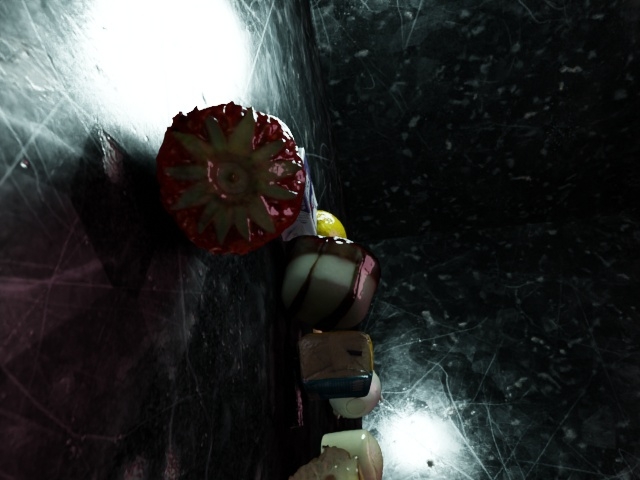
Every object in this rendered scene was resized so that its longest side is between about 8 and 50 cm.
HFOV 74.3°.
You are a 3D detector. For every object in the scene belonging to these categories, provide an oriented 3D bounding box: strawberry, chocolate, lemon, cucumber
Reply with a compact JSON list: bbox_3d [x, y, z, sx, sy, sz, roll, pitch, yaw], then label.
[{"bbox_3d":[-0.129,-0.082,0.611,0.244,0.205,0.205,-160,-118,-75],"label":"strawberry"},{"bbox_3d":[0.012,0.129,1.106,0.283,0.284,0.186,72,31,-54],"label":"chocolate"},{"bbox_3d":[0.000,0.000,1.303,0.170,0.170,0.207,-85,168,-50],"label":"lemon"},{"bbox_3d":[-0.068,0.376,1.047,0.039,0.043,0.163,16,53,-37],"label":"cucumber"}]

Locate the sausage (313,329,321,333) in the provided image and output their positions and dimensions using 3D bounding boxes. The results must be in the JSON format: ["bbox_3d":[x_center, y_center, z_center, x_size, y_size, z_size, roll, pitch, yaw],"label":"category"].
[{"bbox_3d":[-0.009,0.331,1.451,0.034,0.034,0.083,56,30,-71],"label":"sausage"}]

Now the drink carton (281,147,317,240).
[{"bbox_3d":[-0.074,-0.117,1.134,0.222,0.102,0.134,76,9,-49],"label":"drink carton"}]

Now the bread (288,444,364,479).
[{"bbox_3d":[0.014,0.583,0.952,0.224,0.184,0.211,66,19,-71],"label":"bread"}]

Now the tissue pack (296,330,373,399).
[{"bbox_3d":[0.043,0.349,1.161,0.271,0.192,0.134,87,-2,-61],"label":"tissue pack"}]

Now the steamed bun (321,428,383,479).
[{"bbox_3d":[0.103,0.731,1.357,0.154,0.200,0.250,-82,160,-55],"label":"steamed bun"}]

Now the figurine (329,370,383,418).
[{"bbox_3d":[0.101,0.556,1.690,0.394,0.227,0.274,-104,-144,-73],"label":"figurine"}]
